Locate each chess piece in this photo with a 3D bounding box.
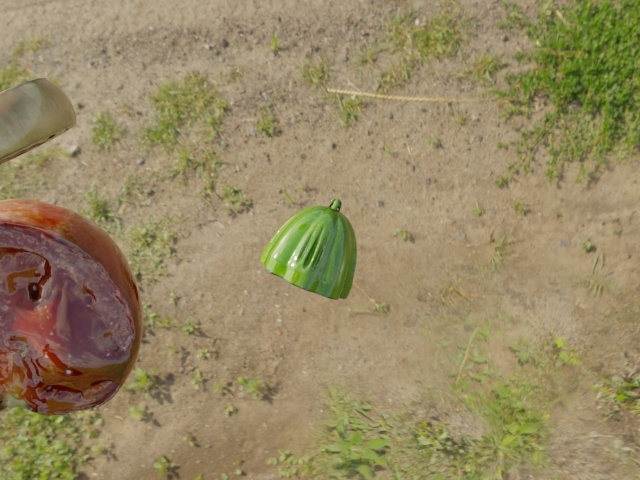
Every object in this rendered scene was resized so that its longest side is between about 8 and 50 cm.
[{"bbox_3d":[-0.208,-0.077,0.379,0.084,0.083,0.038,-22,110,9],"label":"chess piece"}]

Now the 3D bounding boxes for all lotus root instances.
[{"bbox_3d":[0.000,0.000,1.044,0.186,0.186,0.186,-6,69,15],"label":"lotus root"}]

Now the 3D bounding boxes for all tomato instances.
[{"bbox_3d":[-0.276,0.052,0.506,0.233,0.200,0.139,1,25,-12],"label":"tomato"}]
